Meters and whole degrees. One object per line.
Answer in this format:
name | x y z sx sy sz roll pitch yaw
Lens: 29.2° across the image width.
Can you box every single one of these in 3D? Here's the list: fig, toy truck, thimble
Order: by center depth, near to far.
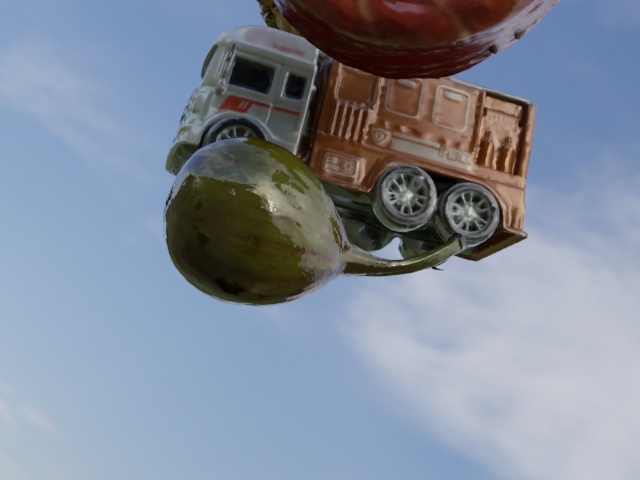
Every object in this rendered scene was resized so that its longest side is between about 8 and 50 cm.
fig | 0.000 0.000 0.899 0.236 0.124 0.124 13 -18 -21
thimble | 0.098 -0.323 1.124 0.350 0.350 0.230 36 3 7
toy truck | 0.036 -0.110 1.361 0.388 0.207 0.173 15 -14 -11

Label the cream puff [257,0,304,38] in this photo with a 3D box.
cream puff | 0.037 -0.383 1.756 0.231 0.343 0.327 16 -17 40
